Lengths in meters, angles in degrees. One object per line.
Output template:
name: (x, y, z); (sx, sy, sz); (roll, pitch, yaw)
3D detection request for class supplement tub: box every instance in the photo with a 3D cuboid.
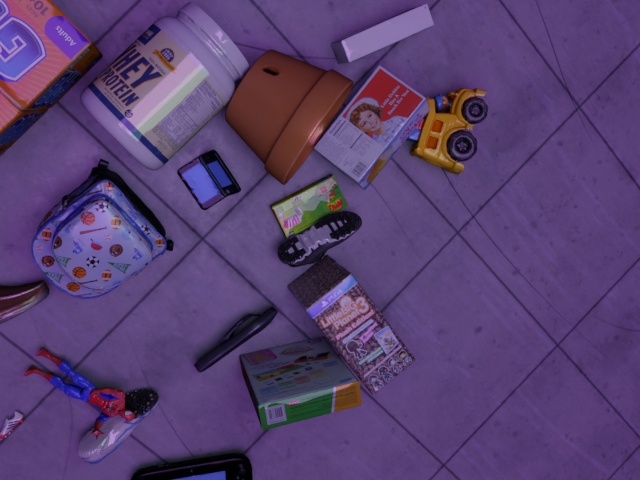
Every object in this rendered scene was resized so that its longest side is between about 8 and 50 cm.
supplement tub: (-0.341, -0.344, 1.484); (0.325, 0.235, 0.235); (-45, 108, -3)

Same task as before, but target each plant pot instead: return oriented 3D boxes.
plant pot: (-0.086, -0.304, 1.551); (0.203, 0.291, 0.291); (34, 91, -2)

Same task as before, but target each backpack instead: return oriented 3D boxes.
backpack: (-0.517, 0.005, 1.529); (0.263, 0.213, 0.277); (-35, 110, 5)

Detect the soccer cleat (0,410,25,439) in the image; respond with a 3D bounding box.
soccer cleat: (-0.770, 0.456, 1.635); (0.083, 0.029, 0.036); (-42, 99, -7)

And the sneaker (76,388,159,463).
sneaker: (-0.508, 0.469, 1.687); (0.237, 0.085, 0.086); (-41, 149, -13)

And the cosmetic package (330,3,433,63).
cosmetic package: (0.153, -0.512, 1.652); (0.239, 0.099, 0.061); (-26, 105, -8)

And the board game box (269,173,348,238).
board game box: (-0.030, -0.090, 1.714); (0.181, 0.043, 0.092); (-28, 107, -8)

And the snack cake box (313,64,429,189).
snack cake box: (0.128, -0.280, 1.653); (0.152, 0.089, 0.264); (40, 93, 18)

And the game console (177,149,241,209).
game console: (-0.273, -0.147, 1.628); (0.071, 0.107, 0.122); (-44, 111, -33)

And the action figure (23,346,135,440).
action figure: (-0.576, 0.371, 1.588); (0.280, 0.139, 0.092); (31, 94, -9)

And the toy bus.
toy bus: (0.305, -0.304, 1.722); (0.211, 0.149, 0.220); (17, 94, -1)

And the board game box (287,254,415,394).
board game box: (0.074, 0.209, 1.700); (0.141, 0.232, 0.291); (-38, 107, -5)

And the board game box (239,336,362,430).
board game box: (-0.059, 0.342, 1.646); (0.242, 0.316, 0.064); (-11, 104, -12)

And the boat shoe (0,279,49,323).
boat shoe: (-0.797, 0.141, 1.521); (0.324, 0.123, 0.117); (-17, 102, -13)

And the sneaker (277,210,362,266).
sneaker: (0.000, 0.000, 1.714); (0.234, 0.106, 0.078); (-29, 71, -5)

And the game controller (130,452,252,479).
game controller: (-0.339, 0.660, 1.765); (0.319, 0.067, 0.167); (-5, 102, -13)

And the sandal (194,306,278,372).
sandal: (-0.222, 0.245, 1.708); (0.254, 0.097, 0.054); (-35, 80, -7)

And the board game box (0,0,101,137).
board game box: (-0.700, -0.391, 1.317); (0.356, 0.356, 0.356); (-45, 108, -2)
